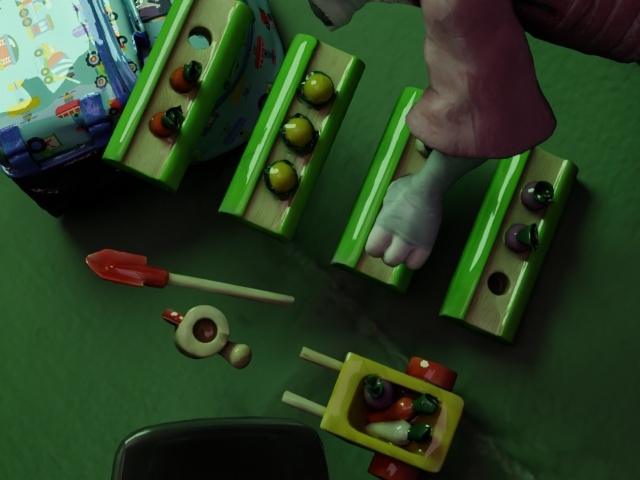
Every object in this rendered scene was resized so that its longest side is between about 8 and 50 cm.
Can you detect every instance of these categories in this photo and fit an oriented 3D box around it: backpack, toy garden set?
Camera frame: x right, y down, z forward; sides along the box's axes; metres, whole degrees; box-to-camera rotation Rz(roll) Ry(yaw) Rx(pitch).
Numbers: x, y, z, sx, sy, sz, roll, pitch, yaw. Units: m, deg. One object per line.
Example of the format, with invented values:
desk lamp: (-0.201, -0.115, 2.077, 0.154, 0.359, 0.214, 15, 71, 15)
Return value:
backpack: (-0.115, -0.113, 0.828, 0.173, 0.117, 0.158, -19, 71, 5)
toy garden set: (0.000, 0.000, 0.743, 0.244, 0.049, 0.204, 24, 80, -8)

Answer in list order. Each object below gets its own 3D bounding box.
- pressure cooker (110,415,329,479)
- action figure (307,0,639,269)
pressure cooker: (-0.019, 0.299, 0.532, 0.375, 0.420, 0.370, 43, 80, -12)
action figure: (0.141, -0.122, 0.633, 0.370, 0.276, 0.248, 7, 76, -11)
